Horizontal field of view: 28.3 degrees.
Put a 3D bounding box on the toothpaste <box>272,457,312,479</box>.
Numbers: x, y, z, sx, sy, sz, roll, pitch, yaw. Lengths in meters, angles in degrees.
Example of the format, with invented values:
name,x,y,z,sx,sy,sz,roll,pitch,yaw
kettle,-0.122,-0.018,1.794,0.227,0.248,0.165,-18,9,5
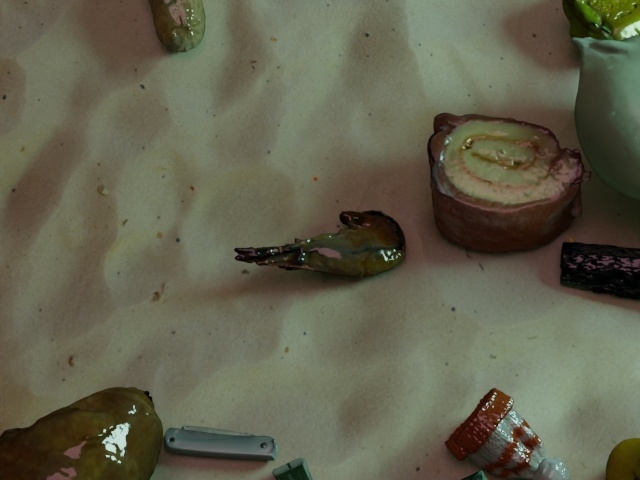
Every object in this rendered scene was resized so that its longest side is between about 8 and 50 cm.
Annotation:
name,x,y,z,sx,sy,sz,roll,pitch,yaw
toothpaste,-0.003,0.383,1.701,0.049,0.031,0.204,-23,58,-10

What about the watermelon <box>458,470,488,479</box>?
name,x,y,z,sx,sy,sz,roll,pitch,yaw
watermelon,0.194,0.424,1.575,0.201,0.262,0.213,12,53,-20

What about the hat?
name,x,y,z,sx,sy,sz,roll,pitch,yaw
hat,0.263,0.286,1.715,0.162,0.093,0.112,39,79,5

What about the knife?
name,x,y,z,sx,sy,sz,roll,pitch,yaw
knife,-0.140,0.283,1.778,0.162,0.023,0.044,3,55,8

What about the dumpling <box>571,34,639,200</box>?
name,x,y,z,sx,sy,sz,roll,pitch,yaw
dumpling,0.515,-0.165,1.841,0.270,0.212,0.321,1,79,-24

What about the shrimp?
name,x,y,z,sx,sy,sz,roll,pitch,yaw
shrimp,-0.002,0.009,1.909,0.262,0.066,0.117,2,43,-10

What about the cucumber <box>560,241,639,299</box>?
name,x,y,z,sx,sy,sz,roll,pitch,yaw
cucumber,0.454,0.040,1.845,0.211,0.062,0.078,11,61,11

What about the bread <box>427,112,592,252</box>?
name,x,y,z,sx,sy,sz,roll,pitch,yaw
bread,0.278,-0.082,1.901,0.244,0.123,0.190,8,62,10

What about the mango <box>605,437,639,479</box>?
name,x,y,z,sx,sy,sz,roll,pitch,yaw
mango,0.434,0.342,1.647,0.137,0.098,0.195,-21,55,-3

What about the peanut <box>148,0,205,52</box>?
name,x,y,z,sx,sy,sz,roll,pitch,yaw
peanut,-0.252,-0.414,2.176,0.099,0.099,0.214,-17,53,-5

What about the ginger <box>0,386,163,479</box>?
name,x,y,z,sx,sy,sz,roll,pitch,yaw
ginger,-0.326,0.328,1.664,0.269,0.200,0.223,-17,57,-5

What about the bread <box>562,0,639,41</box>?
name,x,y,z,sx,sy,sz,roll,pitch,yaw
bread,0.573,-0.404,2.073,0.383,0.112,0.166,-26,62,-11
